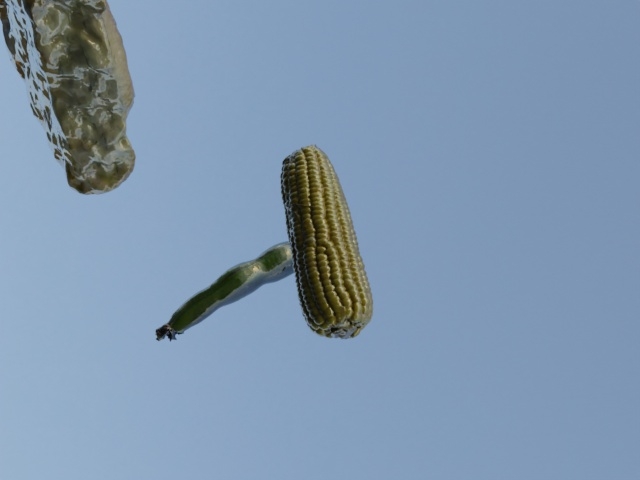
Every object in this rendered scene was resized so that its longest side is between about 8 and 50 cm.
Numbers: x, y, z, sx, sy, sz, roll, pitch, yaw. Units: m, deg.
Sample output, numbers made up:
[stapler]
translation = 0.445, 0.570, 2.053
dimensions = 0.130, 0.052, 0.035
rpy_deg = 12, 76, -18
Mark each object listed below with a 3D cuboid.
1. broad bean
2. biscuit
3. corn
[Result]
[broad bean]
translation = -0.104, 0.055, 1.596
dimensions = 0.043, 0.297, 0.060
rpy_deg = 48, -23, 33
[biscuit]
translation = -0.250, -0.193, 1.098
dimensions = 0.213, 0.091, 0.274
rpy_deg = 55, -19, 32
[corn]
translation = 0.000, 0.000, 1.248
dimensions = 0.080, 0.080, 0.231
rpy_deg = -32, -119, 33
